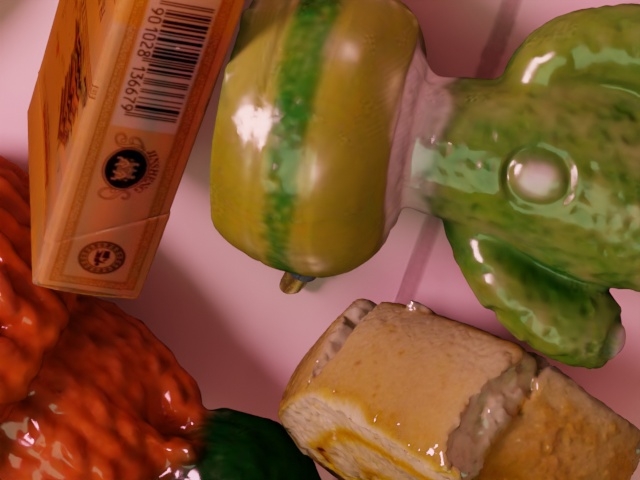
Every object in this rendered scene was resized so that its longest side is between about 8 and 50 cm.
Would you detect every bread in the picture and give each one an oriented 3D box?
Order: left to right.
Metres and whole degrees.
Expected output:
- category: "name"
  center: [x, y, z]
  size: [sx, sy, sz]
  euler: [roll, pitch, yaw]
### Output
- category: "bread"
  center: [0.082, 0.121, 1.330]
  size: [0.257, 0.124, 0.186]
  euler: [20, 159, 39]

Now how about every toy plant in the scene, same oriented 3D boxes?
- category: "toy plant"
  center: [0.102, -0.044, 1.213]
  size: [0.315, 0.184, 0.224]
  euler: [11, 100, 9]

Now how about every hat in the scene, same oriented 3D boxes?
- category: "hat"
  center: [-0.186, 0.110, 1.445]
  size: [0.400, 0.285, 0.285]
  euler: [25, 132, -14]

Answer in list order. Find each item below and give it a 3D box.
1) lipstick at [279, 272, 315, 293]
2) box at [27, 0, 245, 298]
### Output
- category: "lipstick"
  center: [0.000, 0.000, 1.383]
  size: [0.037, 0.037, 0.116]
  euler: [32, 136, 2]
- category: "box"
  center: [-0.120, -0.120, 1.255]
  size: [0.076, 0.174, 0.274]
  euler: [9, 132, -16]
